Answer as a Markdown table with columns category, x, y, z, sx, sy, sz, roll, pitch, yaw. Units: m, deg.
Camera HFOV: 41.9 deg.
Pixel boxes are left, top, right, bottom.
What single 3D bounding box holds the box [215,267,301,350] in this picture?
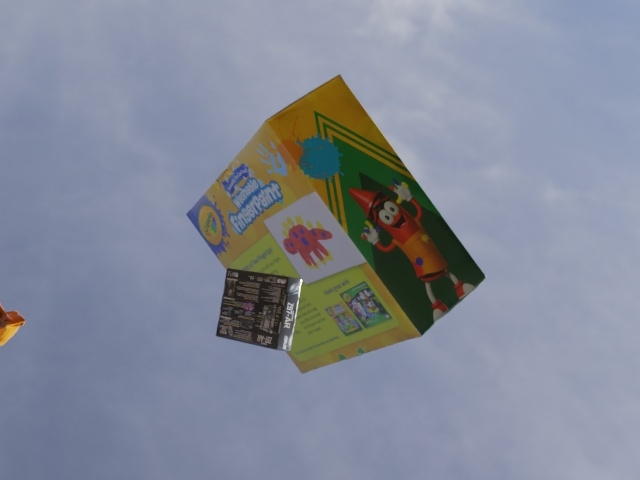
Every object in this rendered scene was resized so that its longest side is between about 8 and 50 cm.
| category | x | y | z | sx | sy | sz | roll | pitch | yaw |
| --- | --- | --- | --- | --- | --- | --- | --- | --- | --- |
| box | -0.058 | 0.062 | 0.768 | 0.083 | 0.067 | 0.018 | 5 | 174 | 42 |

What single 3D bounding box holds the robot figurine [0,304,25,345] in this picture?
| category | x | y | z | sx | sy | sz | roll | pitch | yaw |
| --- | --- | --- | --- | --- | --- | --- | --- | --- | --- |
| robot figurine | -0.384 | 0.136 | 0.701 | 0.291 | 0.085 | 0.211 | -51 | -132 | 1 |

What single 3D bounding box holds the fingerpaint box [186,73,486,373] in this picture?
| category | x | y | z | sx | sy | sz | roll | pitch | yaw |
| --- | --- | --- | --- | --- | --- | --- | --- | --- | --- |
| fingerpaint box | 0.000 | 0.000 | 1.363 | 0.163 | 0.445 | 0.371 | -37 | -89 | -28 |
